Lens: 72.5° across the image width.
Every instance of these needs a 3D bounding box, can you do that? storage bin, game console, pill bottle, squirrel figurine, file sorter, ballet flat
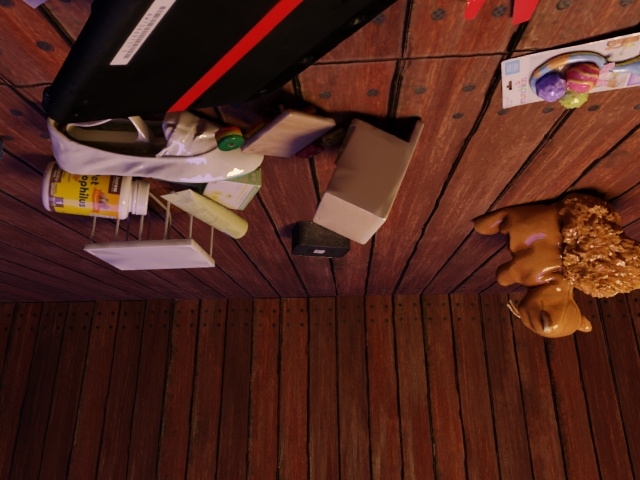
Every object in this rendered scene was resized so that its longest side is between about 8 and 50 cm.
[{"bbox_3d":[0.000,0.000,1.441,0.180,0.084,0.122,4,162,-15],"label":"storage bin"},{"bbox_3d":[-0.078,-0.243,0.470,0.386,0.060,0.342,-19,-175,44],"label":"game console"},{"bbox_3d":[-0.518,-0.113,1.023,0.215,0.117,0.117,6,161,-21],"label":"pill bottle"},{"bbox_3d":[0.684,0.081,1.236,0.281,0.370,0.397,10,159,-28],"label":"squirrel figurine"},{"bbox_3d":[-0.448,-0.029,1.195,0.278,0.173,0.193,-2,161,3],"label":"file sorter"},{"bbox_3d":[-0.311,-0.187,0.817,0.400,0.139,0.139,1,162,-2],"label":"ballet flat"}]

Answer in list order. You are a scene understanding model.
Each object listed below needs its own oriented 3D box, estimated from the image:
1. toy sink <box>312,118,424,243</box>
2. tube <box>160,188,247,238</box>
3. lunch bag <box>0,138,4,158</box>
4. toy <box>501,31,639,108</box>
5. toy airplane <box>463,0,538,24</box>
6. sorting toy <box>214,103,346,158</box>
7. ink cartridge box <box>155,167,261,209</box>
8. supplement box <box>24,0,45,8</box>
[{"bbox_3d":[0.089,-0.138,0.867,0.131,0.234,0.153,25,161,-2],"label":"toy sink"},{"bbox_3d":[-0.277,-0.072,1.097,0.070,0.062,0.240,-46,146,8],"label":"tube"},{"bbox_3d":[-0.693,-0.182,0.888,0.098,0.067,0.065,-10,160,24],"label":"lunch bag"},{"bbox_3d":[0.423,-0.256,0.702,0.237,0.056,0.137,-8,159,21],"label":"toy"},{"bbox_3d":[0.241,-0.320,0.543,0.151,0.028,0.151,0,160,0],"label":"toy airplane"},{"bbox_3d":[-0.058,-0.209,0.812,0.132,0.046,0.274,-26,168,37],"label":"sorting toy"},{"bbox_3d":[-0.279,-0.140,1.054,0.235,0.056,0.171,6,162,-24],"label":"ink cartridge box"},{"bbox_3d":[-0.355,-0.325,0.500,0.062,0.036,0.098,-9,160,24],"label":"supplement box"}]
